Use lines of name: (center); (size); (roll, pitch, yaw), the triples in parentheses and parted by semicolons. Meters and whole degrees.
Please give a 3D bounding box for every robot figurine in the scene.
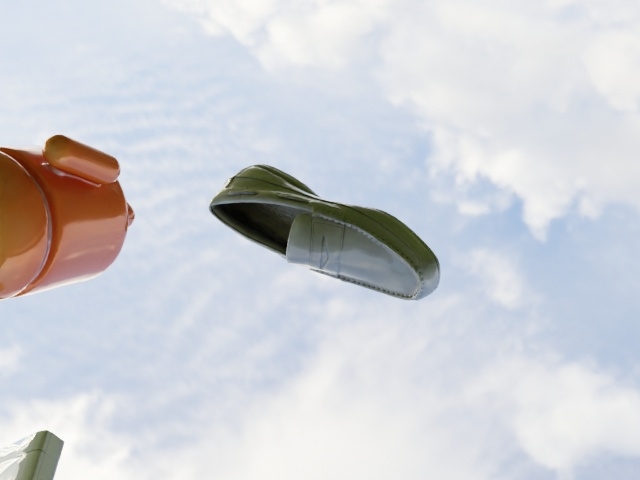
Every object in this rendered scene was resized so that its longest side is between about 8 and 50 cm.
robot figurine: (-0.248, -0.019, 0.842); (0.158, 0.128, 0.219); (-4, -175, 23)

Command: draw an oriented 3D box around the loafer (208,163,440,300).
loafer: (0.000, 0.000, 1.269); (0.319, 0.112, 0.111); (23, -141, 28)

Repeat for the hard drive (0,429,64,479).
hard drive: (-0.444, 0.417, 1.217); (0.233, 0.047, 0.353); (-27, -145, 25)
